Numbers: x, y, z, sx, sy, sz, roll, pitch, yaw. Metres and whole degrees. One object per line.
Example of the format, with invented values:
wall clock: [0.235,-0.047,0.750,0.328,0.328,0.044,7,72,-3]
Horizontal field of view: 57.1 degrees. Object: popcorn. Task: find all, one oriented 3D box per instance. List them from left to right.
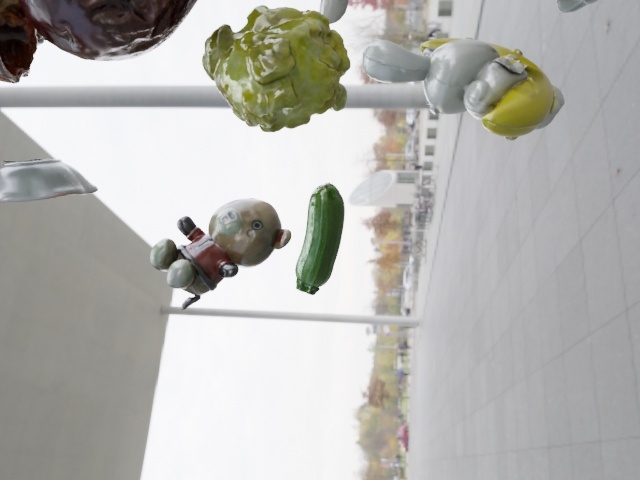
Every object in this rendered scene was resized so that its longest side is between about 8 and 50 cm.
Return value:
popcorn: [-0.075,-0.329,1.128,0.241,0.250,0.235,62,143,14]

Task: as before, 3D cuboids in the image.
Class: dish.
dish: [-0.560,-0.121,1.148,0.229,0.230,0.081,-50,-44,-77]

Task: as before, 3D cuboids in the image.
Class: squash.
squash: [0.000,0.000,1.091,0.068,0.077,0.219,35,116,51]

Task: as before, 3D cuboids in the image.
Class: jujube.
jujube: [-0.338,-0.479,0.998,0.376,0.276,0.276,-59,-16,-13]

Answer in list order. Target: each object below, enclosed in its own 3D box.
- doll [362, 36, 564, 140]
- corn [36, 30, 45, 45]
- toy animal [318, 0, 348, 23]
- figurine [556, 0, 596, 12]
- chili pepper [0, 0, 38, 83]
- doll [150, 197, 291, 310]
doll: [0.217,-0.224,0.834,0.252,0.237,0.111,-25,-31,-39]
corn: [-0.711,-0.555,1.499,0.290,0.098,0.098,-35,-40,-28]
toy animal: [-0.009,-0.646,1.286,0.208,0.154,0.325,31,-132,-43]
figurine: [0.412,-0.477,0.962,0.236,0.133,0.176,21,-134,-53]
chili pepper: [-0.647,-0.425,1.024,0.229,0.305,0.251,-69,-6,-58]
doll: [-0.241,0.022,1.457,0.235,0.330,0.174,42,160,41]
